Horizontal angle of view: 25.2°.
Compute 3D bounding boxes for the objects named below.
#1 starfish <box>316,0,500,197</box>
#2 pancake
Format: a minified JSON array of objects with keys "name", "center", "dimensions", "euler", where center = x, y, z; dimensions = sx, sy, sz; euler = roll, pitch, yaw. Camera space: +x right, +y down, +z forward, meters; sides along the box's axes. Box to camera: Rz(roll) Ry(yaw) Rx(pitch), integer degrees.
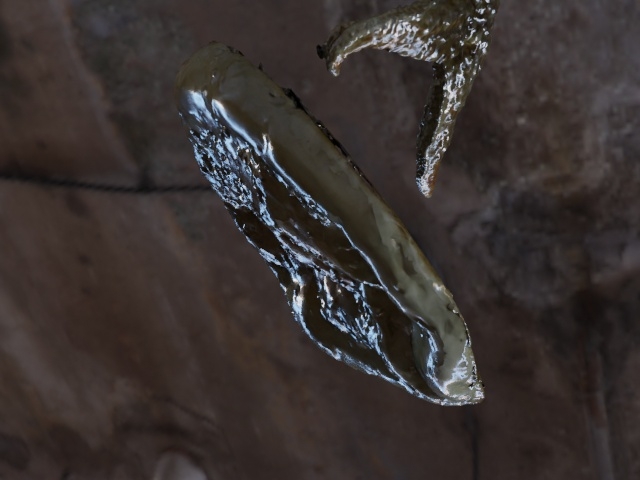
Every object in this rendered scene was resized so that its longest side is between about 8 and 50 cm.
[{"name":"starfish","center":[0.101,-0.200,1.191],"dimensions":[0.094,0.375,0.327],"euler":[12,-161,20]},{"name":"pancake","center":[-0.001,-0.001,1.222],"dimensions":[0.082,0.387,0.387],"euler":[-39,-138,-11]}]
